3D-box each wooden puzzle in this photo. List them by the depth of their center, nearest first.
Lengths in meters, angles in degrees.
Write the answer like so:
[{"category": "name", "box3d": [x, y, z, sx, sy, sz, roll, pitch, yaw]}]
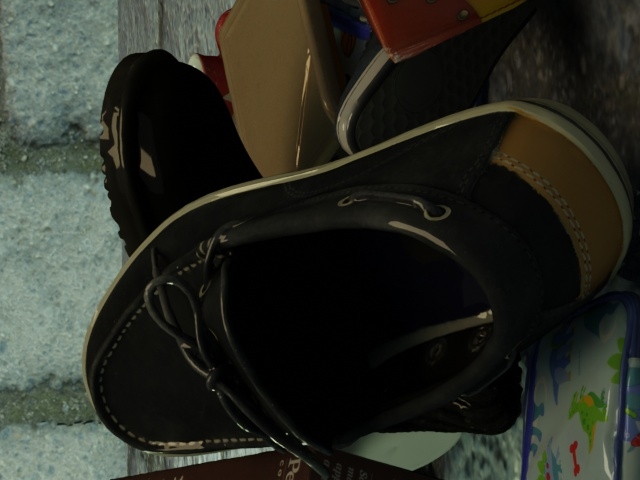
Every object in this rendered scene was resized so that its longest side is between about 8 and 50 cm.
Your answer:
[{"category": "wooden puzzle", "box3d": [-0.028, -0.138, 1.370, 0.239, 0.044, 0.221, 122, 141, -59]}]

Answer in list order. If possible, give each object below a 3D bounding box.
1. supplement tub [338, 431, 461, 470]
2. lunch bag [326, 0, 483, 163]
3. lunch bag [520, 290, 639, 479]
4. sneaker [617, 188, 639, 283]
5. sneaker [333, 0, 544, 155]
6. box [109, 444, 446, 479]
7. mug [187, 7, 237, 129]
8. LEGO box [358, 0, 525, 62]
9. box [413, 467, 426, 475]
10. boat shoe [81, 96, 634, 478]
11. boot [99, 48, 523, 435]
[{"category": "supplement tub", "box3d": [0.036, 0.094, 1.401, 0.144, 0.144, 0.200, 108, 149, -53]}, {"category": "lunch bag", "box3d": [0.040, -0.150, 1.401, 0.303, 0.115, 0.243, -138, 47, -64]}, {"category": "lunch bag", "box3d": [0.178, 0.148, 0.967, 0.176, 0.090, 0.219, 140, 138, -73]}, {"category": "sneaker", "box3d": [0.192, -0.016, 1.026, 0.135, 0.058, 0.052, 44, 113, 39]}, {"category": "sneaker", "box3d": [0.047, -0.148, 1.147, 0.163, 0.226, 0.086, 17, 147, 43]}, {"category": "box", "box3d": [-0.063, 0.291, 1.340, 0.381, 0.143, 0.191, -20, 54, 55]}, {"category": "mug", "box3d": [-0.039, -0.145, 1.582, 0.113, 0.169, 0.150, -109, 23, -45]}, {"category": "LEGO box", "box3d": [-0.006, -0.424, 0.983, 0.500, 0.193, 0.372, 61, -176, -40]}, {"category": "box", "box3d": [0.017, 0.236, 1.500, 0.029, 0.162, 0.116, 61, -178, -35]}, {"category": "boat shoe", "box3d": [-0.020, 0.055, 1.061, 0.500, 0.156, 0.187, -24, 105, 45]}, {"category": "boot", "box3d": [0.002, -0.001, 1.225, 0.131, 0.260, 0.348, -52, -52, -57]}]
